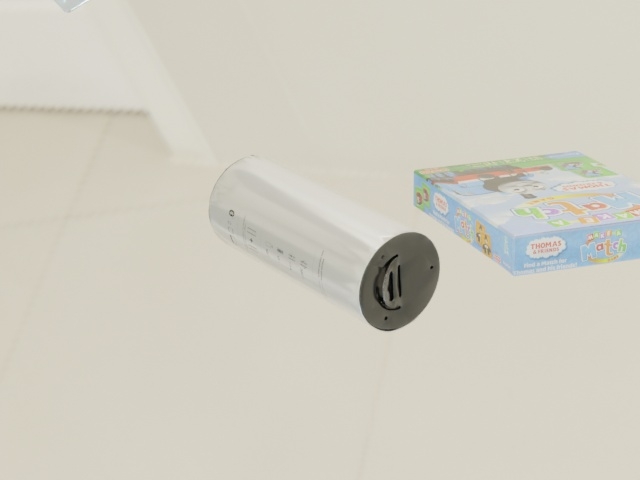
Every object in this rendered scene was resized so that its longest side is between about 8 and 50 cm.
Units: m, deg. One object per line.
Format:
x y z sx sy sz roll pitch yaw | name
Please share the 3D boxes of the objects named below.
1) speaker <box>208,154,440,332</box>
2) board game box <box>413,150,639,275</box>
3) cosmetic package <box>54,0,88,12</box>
0.000 0.000 0.877 0.055 0.055 0.136 -43 40 -17 | speaker
0.189 -0.026 1.386 0.160 0.039 0.211 -7 19 -17 | board game box
-0.181 -0.239 0.875 0.060 0.239 0.099 -24 43 20 | cosmetic package
